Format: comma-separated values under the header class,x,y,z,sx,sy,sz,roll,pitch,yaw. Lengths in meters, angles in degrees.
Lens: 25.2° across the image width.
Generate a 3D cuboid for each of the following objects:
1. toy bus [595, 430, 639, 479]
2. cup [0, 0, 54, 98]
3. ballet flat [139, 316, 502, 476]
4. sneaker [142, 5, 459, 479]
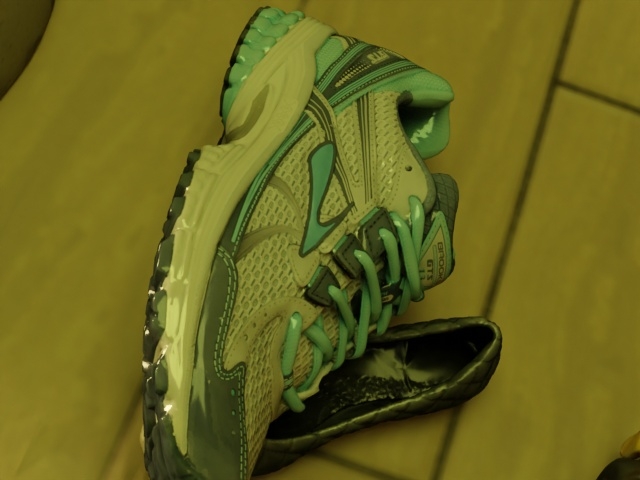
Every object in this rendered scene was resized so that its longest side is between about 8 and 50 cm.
class,x,y,z,sx,sy,sz,roll,pitch,yaw
toy bus,0.181,0.150,0.538,0.149,0.211,0.220,19,57,2
cup,-0.284,-0.213,0.643,0.331,0.237,0.331,5,59,-8
ballet flat,0.001,0.064,0.645,0.173,0.049,0.057,-15,63,-19
sneaker,0.000,0.000,0.619,0.122,0.110,0.283,12,47,2
